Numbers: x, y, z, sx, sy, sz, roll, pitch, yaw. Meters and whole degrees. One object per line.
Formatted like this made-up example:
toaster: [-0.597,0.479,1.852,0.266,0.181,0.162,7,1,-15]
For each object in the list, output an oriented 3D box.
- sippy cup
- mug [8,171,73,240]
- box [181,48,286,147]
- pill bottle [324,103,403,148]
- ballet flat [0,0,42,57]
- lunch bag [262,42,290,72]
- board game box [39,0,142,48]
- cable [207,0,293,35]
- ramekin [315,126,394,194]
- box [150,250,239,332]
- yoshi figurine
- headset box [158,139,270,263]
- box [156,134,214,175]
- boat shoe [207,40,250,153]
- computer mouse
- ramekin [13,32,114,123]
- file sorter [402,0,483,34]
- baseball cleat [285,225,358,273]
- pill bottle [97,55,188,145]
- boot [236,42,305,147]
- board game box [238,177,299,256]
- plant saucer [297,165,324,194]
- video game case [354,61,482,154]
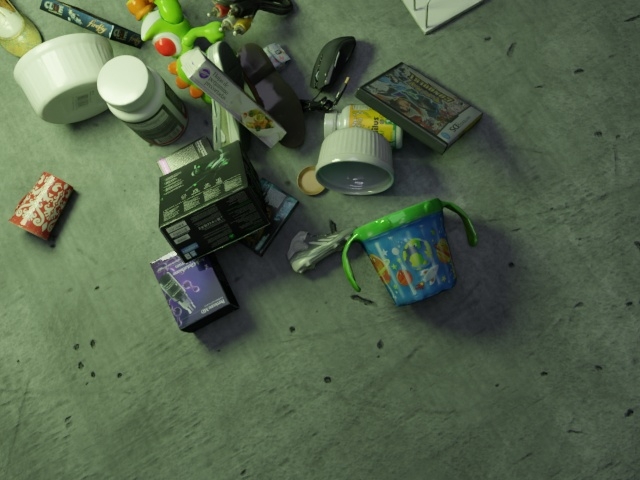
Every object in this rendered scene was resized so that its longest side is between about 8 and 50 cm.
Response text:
sippy cup: [0.228,0.037,1.648,0.306,0.240,0.224,-23,87,28]
mug: [-0.799,-0.108,1.860,0.150,0.113,0.169,26,80,10]
box: [-0.211,-0.350,1.660,0.063,0.324,0.067,-44,46,8]
pill bottle: [0.118,-0.308,1.770,0.209,0.117,0.117,3,80,7]
ballet flat: [-0.979,-0.691,1.992,0.123,0.123,0.348,-40,77,-1]
lunch bag: [-0.138,-0.518,1.879,0.083,0.053,0.071,-37,83,-4]
board game box: [-0.661,-0.633,1.912,0.243,0.165,0.042,25,103,11]
cable: [-0.201,-0.646,1.837,0.139,0.287,0.072,41,129,9]
ramekin: [0.091,-0.209,1.715,0.207,0.207,0.109,2,70,8]
box: [-0.333,0.121,1.753,0.153,0.108,0.207,-29,76,1]
yoshi figurine: [-0.359,-0.562,1.843,0.203,0.203,0.362,-32,99,7]
headset box: [-0.284,-0.112,1.714,0.246,0.131,0.283,-25,36,3]
box: [-0.369,-0.210,1.862,0.162,0.029,0.116,-28,78,3]
boat shoe: [-0.263,-0.373,1.763,0.103,0.320,0.118,3,40,13]
computer mouse: [0.028,-0.463,1.789,0.262,0.060,0.184,-58,34,-5]
ramekin: [-0.688,-0.440,1.830,0.277,0.277,0.135,-26,84,2]
file sorter: [0.301,-0.758,1.806,0.193,0.173,0.277,-30,77,2]
baseball cleat: [0.000,0.000,1.751,0.206,0.072,0.109,-33,70,-3]
pill bottle: [-0.478,-0.376,1.777,0.161,0.283,0.161,-1,79,7]
boot: [-0.136,-0.398,1.833,0.112,0.115,0.305,-29,98,-9]
board game box: [-0.161,-0.064,1.807,0.126,0.026,0.186,34,85,12]
plant saucer: [-0.022,-0.165,1.813,0.084,0.015,0.083,-1,79,7]
video game case: [0.263,-0.355,1.724,0.275,0.035,0.248,37,44,12]
